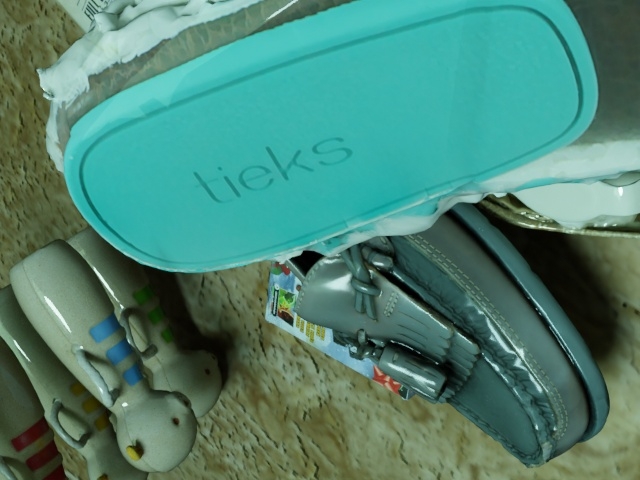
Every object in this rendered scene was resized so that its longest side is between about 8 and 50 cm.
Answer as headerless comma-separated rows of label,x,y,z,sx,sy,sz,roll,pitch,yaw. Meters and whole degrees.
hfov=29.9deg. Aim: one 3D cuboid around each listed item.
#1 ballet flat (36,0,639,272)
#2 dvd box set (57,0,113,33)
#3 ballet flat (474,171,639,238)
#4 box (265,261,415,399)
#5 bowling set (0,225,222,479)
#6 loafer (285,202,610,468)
ballet flat,0.095,-0.092,0.377,0.408,0.147,0.147,-9,105,21
dvd box set,-0.154,-0.327,0.548,0.420,0.062,0.308,46,133,13
ballet flat,0.140,-0.021,0.437,0.206,0.067,0.073,3,114,40
box,0.021,-0.002,0.577,0.094,0.027,0.137,28,126,30
bowling set,-0.106,0.072,0.627,0.200,0.287,0.154,-32,95,11
loafer,0.000,0.000,0.504,0.267,0.084,0.096,48,155,17
